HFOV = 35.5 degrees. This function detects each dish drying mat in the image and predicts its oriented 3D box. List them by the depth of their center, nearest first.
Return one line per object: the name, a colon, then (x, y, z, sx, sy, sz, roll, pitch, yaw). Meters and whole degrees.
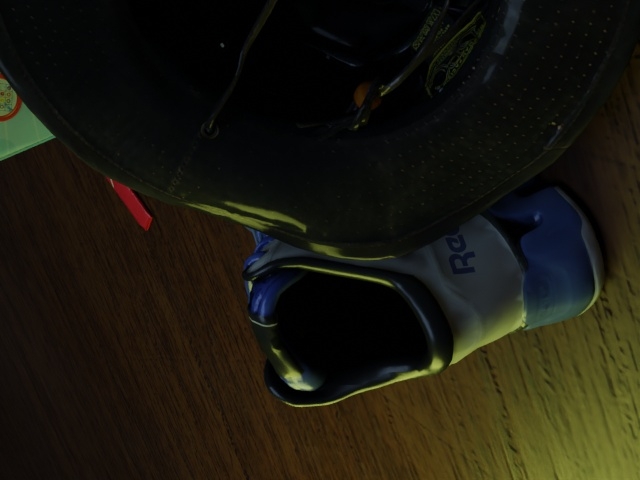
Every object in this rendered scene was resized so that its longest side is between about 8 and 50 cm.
dish drying mat: (-0.211, -0.050, 1.089, 0.083, 0.008, 0.032, 53, 148, 12)

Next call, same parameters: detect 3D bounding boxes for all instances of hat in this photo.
hat: (-0.005, -0.158, 0.525, 0.331, 0.134, 0.331, 2, 119, 4)

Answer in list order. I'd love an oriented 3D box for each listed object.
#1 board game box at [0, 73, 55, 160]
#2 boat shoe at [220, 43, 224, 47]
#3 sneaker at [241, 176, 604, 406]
board game box: (-0.343, -0.212, 0.859, 0.086, 0.302, 0.308, 9, 122, 53)
boat shoe: (-0.100, -0.106, 0.835, 0.079, 0.084, 0.233, 29, 150, -23)
sneaker: (0.001, 0.000, 0.649, 0.315, 0.182, 0.127, 24, 133, 45)
